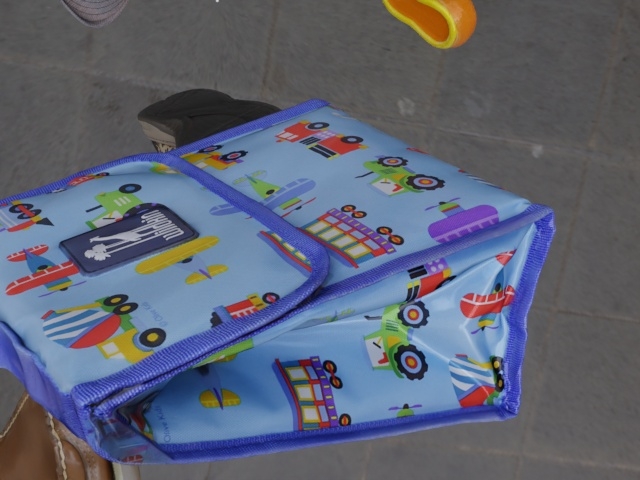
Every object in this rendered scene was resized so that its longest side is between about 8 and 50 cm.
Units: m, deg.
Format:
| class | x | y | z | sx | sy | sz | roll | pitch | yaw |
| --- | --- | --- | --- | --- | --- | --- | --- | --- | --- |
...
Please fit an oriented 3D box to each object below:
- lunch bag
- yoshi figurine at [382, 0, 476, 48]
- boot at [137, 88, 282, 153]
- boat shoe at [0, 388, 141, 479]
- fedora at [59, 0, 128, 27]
| class | x | y | z | sx | sy | sz | roll | pitch | yaw |
| --- | --- | --- | --- | --- | --- | --- | --- | --- | --- |
| lunch bag | -0.060 | 0.027 | 0.544 | 0.293 | 0.221 | 0.138 | -12 | 119 | -33 |
| yoshi figurine | 0.233 | -0.336 | 0.969 | 0.362 | 0.203 | 0.203 | -40 | 102 | -25 |
| boot | -0.101 | -0.028 | 1.251 | 0.138 | 0.377 | 0.284 | -27 | 118 | -21 |
| boat shoe | -0.183 | 0.180 | 0.616 | 0.104 | 0.110 | 0.307 | -7 | 144 | -25 |
| fedora | -0.203 | -0.361 | 1.035 | 0.124 | 0.243 | 0.275 | 6 | 143 | 21 |
